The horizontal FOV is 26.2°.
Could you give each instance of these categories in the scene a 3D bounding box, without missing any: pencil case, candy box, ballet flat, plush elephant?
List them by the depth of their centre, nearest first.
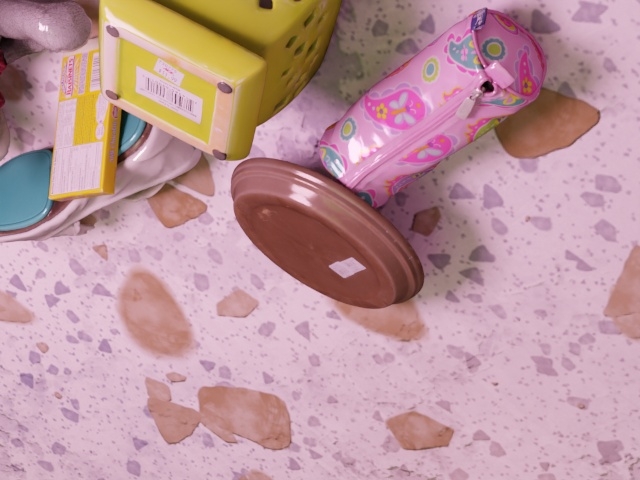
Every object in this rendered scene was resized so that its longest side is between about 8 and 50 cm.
[{"bbox_3d":[0.124,-0.147,1.562,0.124,0.124,0.284,47,132,-11],"label":"pencil case"},{"bbox_3d":[-0.293,-0.155,1.737,0.105,0.027,0.206,-5,76,42],"label":"candy box"},{"bbox_3d":[-0.478,-0.189,1.757,0.330,0.271,0.255,26,124,46],"label":"plush elephant"},{"bbox_3d":[-0.315,-0.071,1.850,0.400,0.139,0.139,-23,111,36],"label":"ballet flat"}]

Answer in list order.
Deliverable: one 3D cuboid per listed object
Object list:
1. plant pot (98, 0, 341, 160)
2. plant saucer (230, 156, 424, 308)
[{"bbox_3d":[-0.122,-0.233,1.525,0.228,0.207,0.227,27,152,5],"label":"plant pot"},{"bbox_3d":[0.000,0.000,1.711,0.278,0.041,0.278,27,157,13],"label":"plant saucer"}]
